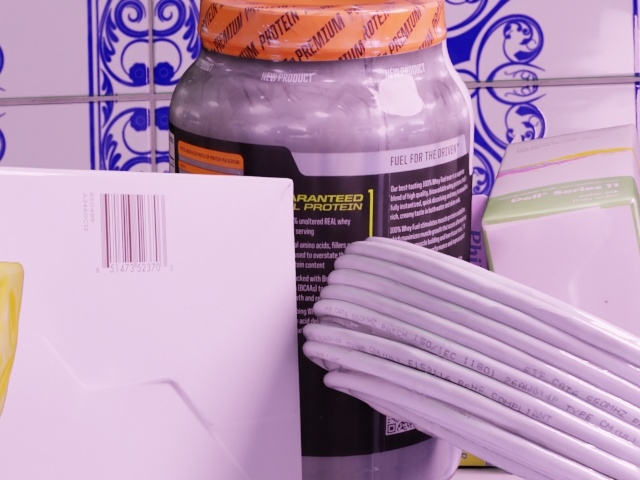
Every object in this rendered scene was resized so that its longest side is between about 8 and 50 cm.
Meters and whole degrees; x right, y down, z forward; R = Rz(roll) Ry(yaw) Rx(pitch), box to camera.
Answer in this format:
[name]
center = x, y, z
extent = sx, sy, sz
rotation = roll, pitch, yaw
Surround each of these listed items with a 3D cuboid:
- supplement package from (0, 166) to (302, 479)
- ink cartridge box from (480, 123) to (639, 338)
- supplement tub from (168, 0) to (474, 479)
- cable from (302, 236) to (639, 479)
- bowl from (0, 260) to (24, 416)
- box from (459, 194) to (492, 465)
[supplement package]
center = -0.145, 0.068, 0.842
extent = 0.145, 0.204, 0.262
rotation = -3, -2, 36
[ink cartridge box]
center = 0.220, 0.027, 1.412
extent = 0.119, 0.207, 0.353
rotation = -10, 13, 13
[supplement tub]
center = 0.000, 0.000, 1.096
extent = 0.193, 0.316, 0.193
rotation = 1, 16, 0
[cable]
center = 0.116, 0.081, 0.909
extent = 0.257, 0.089, 0.257
rotation = 21, -6, 42
[bowl]
center = -0.226, 0.085, 0.475
extent = 0.289, 0.156, 0.289
rotation = -1, -2, 0
[box]
center = 0.102, 0.073, 1.458
extent = 0.117, 0.213, 0.243
rotation = -1, -1, 12
